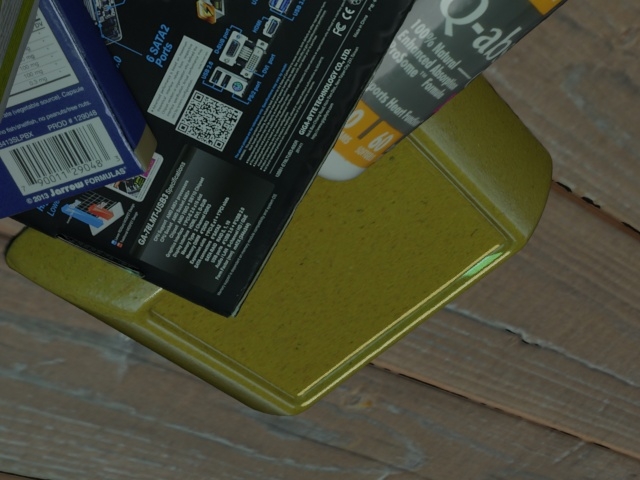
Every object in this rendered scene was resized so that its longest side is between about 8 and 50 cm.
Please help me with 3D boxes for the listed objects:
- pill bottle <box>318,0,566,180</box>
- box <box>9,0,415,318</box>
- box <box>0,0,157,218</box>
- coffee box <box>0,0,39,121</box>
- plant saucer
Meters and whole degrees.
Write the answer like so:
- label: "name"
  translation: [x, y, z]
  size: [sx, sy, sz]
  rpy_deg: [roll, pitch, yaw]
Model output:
- label: "pill bottle"
  translation: [0.064, -0.177, 0.863]
  size: [0.278, 0.162, 0.162]
  rpy_deg: [-40, 143, 14]
- label: "box"
  translation: [-0.112, -0.137, 0.743]
  size: [0.293, 0.073, 0.295]
  rpy_deg: [25, 123, -8]
- label: "box"
  translation: [-0.186, -0.112, 0.707]
  size: [0.136, 0.036, 0.225]
  rpy_deg: [-16, 121, 18]
- label: "coffee box"
  translation: [-0.254, -0.140, 0.440]
  size: [0.337, 0.338, 0.334]
  rpy_deg: [13, 131, -8]
- label: "plant saucer"
  translation: [0.000, 0.000, 1.098]
  size: [0.333, 0.081, 0.333]
  rpy_deg: [-38, 143, 10]
